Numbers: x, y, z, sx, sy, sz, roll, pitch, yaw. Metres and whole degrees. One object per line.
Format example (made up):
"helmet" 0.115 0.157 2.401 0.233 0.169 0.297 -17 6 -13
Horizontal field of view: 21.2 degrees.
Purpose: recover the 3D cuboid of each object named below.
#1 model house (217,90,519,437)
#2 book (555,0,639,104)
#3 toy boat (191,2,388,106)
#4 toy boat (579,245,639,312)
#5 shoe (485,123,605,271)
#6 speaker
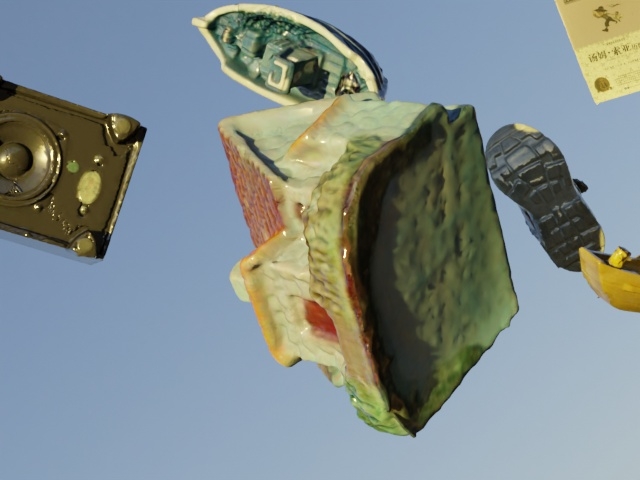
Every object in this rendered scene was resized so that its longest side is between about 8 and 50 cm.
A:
"model house" 0.000 0.000 2.020 0.297 0.339 0.360 -46 -47 -36
"book" 0.422 -0.293 2.458 0.127 0.181 0.014 -14 19 29
"toy boat" -0.043 -0.242 2.291 0.142 0.309 0.129 -20 -49 -57
"toy boat" 0.334 0.024 1.548 0.226 0.068 0.088 6 -70 -27
"shoe" 0.317 -0.062 2.359 0.099 0.227 0.125 -32 -5 14
"speaker" -0.350 -0.087 2.053 0.254 0.232 0.184 166 120 -78
